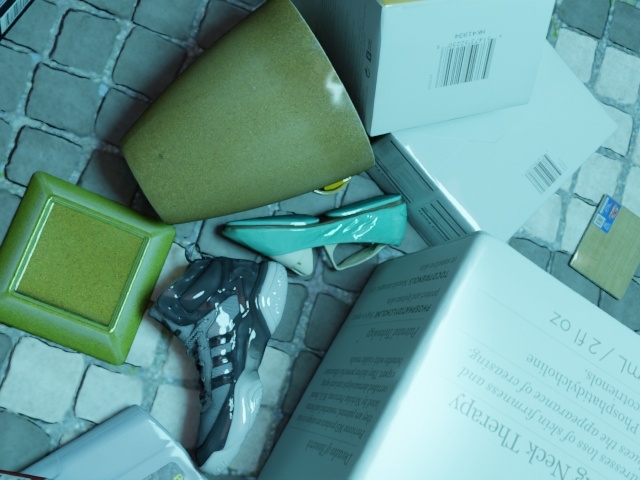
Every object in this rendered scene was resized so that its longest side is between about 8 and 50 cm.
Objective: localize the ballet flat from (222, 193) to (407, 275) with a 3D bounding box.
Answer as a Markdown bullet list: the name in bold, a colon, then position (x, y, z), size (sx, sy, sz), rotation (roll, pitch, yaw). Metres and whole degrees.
- **ballet flat**: position (0.000, 0.000, 1.171), size (0.247, 0.083, 0.087), rotation (-10, 99, -17)

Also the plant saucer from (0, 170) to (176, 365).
- **plant saucer**: position (-0.287, 0.031, 1.092), size (0.188, 0.045, 0.188), rotation (23, 76, -13)

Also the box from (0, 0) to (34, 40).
- **box**: position (-0.438, -0.339, 1.068), size (0.207, 0.108, 0.153), rotation (35, 74, -10)

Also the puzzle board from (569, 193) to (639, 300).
- **puzzle board**: position (0.427, 0.009, 1.337), size (0.096, 0.011, 0.128), rotation (34, 73, -9)

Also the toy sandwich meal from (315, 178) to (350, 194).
- **toy sandwich meal**: position (0.011, -0.101, 1.213), size (0.085, 0.029, 0.086), rotation (3, 81, -17)

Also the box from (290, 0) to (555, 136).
- **box**: position (0.092, -0.308, 1.104), size (0.214, 0.168, 0.345), rotation (-14, 47, -18)

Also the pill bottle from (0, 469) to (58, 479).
- **pill bottle**: position (-0.369, 0.334, 0.891), size (0.407, 0.229, 0.229), rotation (12, 78, -5)

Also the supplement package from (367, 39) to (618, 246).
- **supplement package**: position (0.220, -0.130, 1.222), size (0.262, 0.145, 0.204), rotation (-42, 95, -18)

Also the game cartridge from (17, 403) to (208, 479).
- **game cartridge**: position (-0.205, 0.353, 1.066), size (0.196, 0.060, 0.294), rotation (-30, 92, -23)

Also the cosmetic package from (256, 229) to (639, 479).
- **cosmetic package**: position (0.158, 0.254, 1.049), size (0.329, 0.327, 0.394), rotation (32, 75, -11)

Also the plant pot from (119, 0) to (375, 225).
- **plant pot**: position (-0.102, -0.132, 1.098), size (0.254, 0.237, 0.237), rotation (-29, 91, -1)

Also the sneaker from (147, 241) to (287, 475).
- **sneaker**: position (-0.142, 0.135, 1.096), size (0.153, 0.101, 0.269), rotation (19, 71, -13)
